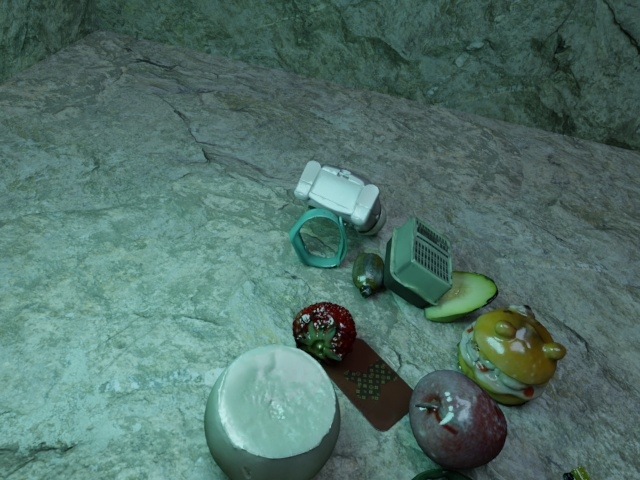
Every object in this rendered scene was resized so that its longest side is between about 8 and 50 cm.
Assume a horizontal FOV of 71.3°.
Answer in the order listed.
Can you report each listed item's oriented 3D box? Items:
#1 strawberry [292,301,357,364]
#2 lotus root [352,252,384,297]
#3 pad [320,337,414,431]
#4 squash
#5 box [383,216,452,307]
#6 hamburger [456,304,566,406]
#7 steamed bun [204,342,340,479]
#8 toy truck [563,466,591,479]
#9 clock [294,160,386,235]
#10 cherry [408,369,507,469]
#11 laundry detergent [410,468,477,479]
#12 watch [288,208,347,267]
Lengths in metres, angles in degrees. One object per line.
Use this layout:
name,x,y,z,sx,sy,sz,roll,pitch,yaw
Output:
strawberry,0.022,0.254,1.301,0.184,0.187,0.201,56,30,-4
lotus root,0.165,0.119,1.548,0.113,0.088,0.192,13,42,3
pad,0.139,0.404,1.285,0.181,0.004,0.267,-25,54,-35
squash,0.475,0.168,1.532,0.204,0.155,0.236,17,42,2
box,0.336,0.075,1.550,0.221,0.166,0.290,34,38,-14
hamburger,0.562,0.319,1.321,0.277,0.236,0.276,9,42,-8
steamed bun,-0.112,0.415,1.049,0.325,0.206,0.324,9,43,-8
toy truck,0.670,0.627,1.135,0.049,0.054,0.083,0,43,-15
clock,0.081,-0.148,1.685,0.342,0.326,0.184,30,85,14
cherry,0.334,0.449,1.131,0.286,0.213,0.236,23,57,-25
laundry detergent,0.306,0.605,1.057,0.211,0.063,0.137,-8,39,-23
watch,0.000,0.000,1.552,0.195,0.237,0.068,-18,33,8
